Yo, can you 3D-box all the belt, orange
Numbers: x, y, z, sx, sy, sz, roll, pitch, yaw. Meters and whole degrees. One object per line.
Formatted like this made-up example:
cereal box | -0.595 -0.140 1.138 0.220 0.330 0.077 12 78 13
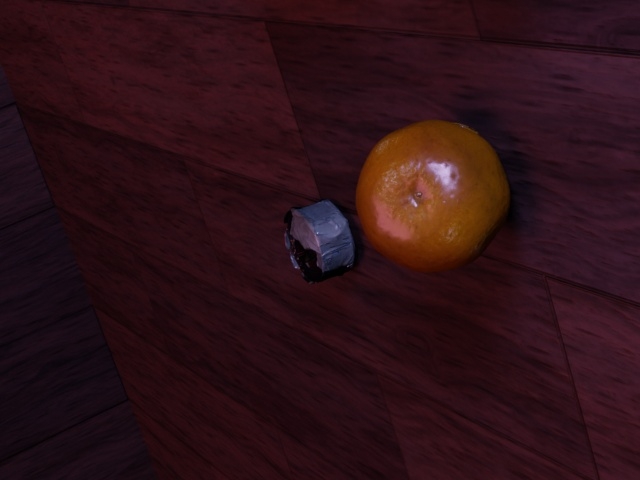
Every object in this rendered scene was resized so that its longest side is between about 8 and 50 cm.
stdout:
belt | 0.000 0.000 1.910 0.140 0.058 0.105 167 84 -72
orange | 0.113 -0.043 1.470 0.155 0.154 0.134 59 -165 15
